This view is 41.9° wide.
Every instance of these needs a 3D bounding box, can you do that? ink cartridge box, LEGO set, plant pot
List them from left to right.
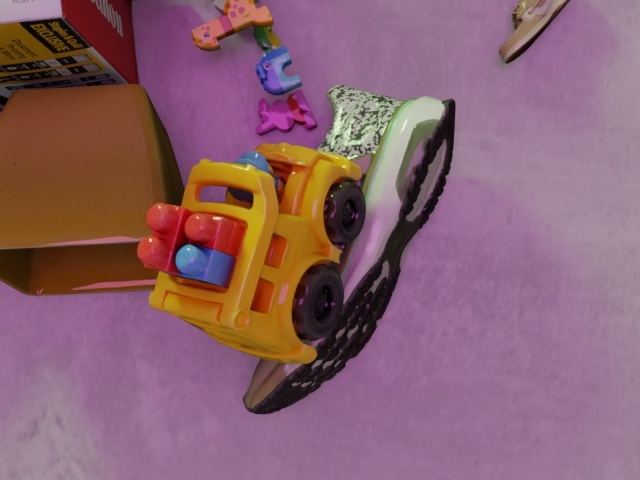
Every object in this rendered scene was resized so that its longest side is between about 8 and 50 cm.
[{"bbox_3d":[-0.290,-0.237,0.869,0.271,0.309,0.130,-6,87,1],"label":"ink cartridge box"},{"bbox_3d":[-0.251,-0.056,0.922,0.212,0.212,0.187,-2,75,1],"label":"plant pot"},{"bbox_3d":[-0.093,-0.224,0.978,0.093,0.087,0.227,-24,86,-1],"label":"LEGO set"}]

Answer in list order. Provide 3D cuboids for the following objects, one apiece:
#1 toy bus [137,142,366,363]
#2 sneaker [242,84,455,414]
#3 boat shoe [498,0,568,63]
[{"bbox_3d":[-0.076,-0.010,0.806,0.149,0.211,0.220,10,78,34],"label":"toy bus"},{"bbox_3d":[0.000,0.000,0.960,0.182,0.158,0.410,27,85,22],"label":"sneaker"},{"bbox_3d":[0.252,-0.269,0.998,0.045,0.050,0.135,41,78,6],"label":"boat shoe"}]
